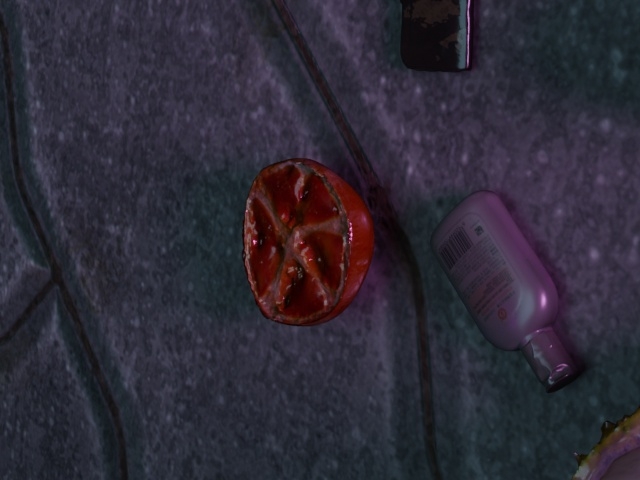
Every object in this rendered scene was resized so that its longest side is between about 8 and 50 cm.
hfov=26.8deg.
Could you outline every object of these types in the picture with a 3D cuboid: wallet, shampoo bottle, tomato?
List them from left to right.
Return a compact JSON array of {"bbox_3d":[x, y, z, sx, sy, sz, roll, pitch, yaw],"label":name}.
[{"bbox_3d":[0.000,0.000,1.192,0.156,0.069,0.155,7,100,49],"label":"tomato"},{"bbox_3d":[0.097,-0.217,1.102,0.082,0.018,0.156,13,105,45],"label":"wallet"},{"bbox_3d":[0.150,0.044,1.061,0.080,0.040,0.165,-49,61,37],"label":"shampoo bottle"}]

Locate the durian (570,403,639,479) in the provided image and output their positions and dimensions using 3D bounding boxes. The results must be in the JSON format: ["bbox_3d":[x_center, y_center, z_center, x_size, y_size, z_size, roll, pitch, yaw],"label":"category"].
[{"bbox_3d":[0.278,0.174,0.896,0.191,0.112,0.341,44,118,32],"label":"durian"}]
